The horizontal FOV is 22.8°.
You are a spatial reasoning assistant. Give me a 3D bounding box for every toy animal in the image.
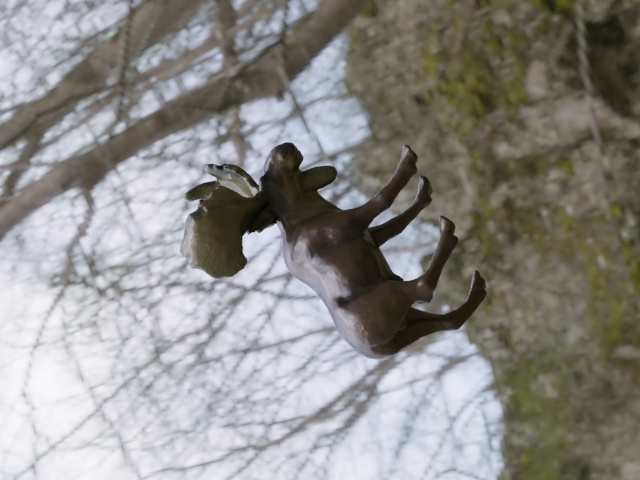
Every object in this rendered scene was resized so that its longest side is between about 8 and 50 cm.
[{"bbox_3d":[0.000,0.000,1.172,0.214,0.186,0.094,61,-177,28],"label":"toy animal"}]
